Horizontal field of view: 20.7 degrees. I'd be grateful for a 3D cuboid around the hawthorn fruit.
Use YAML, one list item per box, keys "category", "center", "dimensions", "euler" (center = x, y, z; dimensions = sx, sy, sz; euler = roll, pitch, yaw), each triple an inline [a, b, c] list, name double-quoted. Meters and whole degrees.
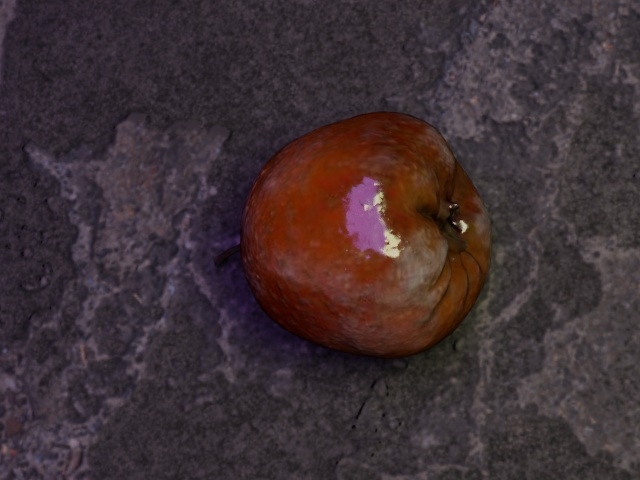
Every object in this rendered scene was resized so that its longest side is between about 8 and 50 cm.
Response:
- category: "hawthorn fruit"
  center: [0.031, 0.002, 1.634]
  dimensions: [0.263, 0.235, 0.231]
  euler: [-21, 58, -2]
